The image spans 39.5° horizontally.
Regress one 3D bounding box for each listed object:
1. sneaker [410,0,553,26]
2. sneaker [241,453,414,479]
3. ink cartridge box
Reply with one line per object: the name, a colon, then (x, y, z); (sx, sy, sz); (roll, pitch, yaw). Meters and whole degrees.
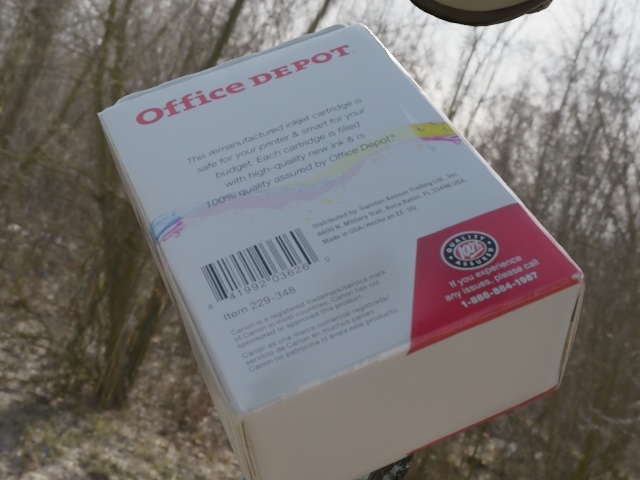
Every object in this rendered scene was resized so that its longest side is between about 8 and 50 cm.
sneaker: (0.090, -0.131, 0.402); (0.083, 0.222, 0.118); (31, -38, 10)
sneaker: (-0.033, 0.248, 0.814); (0.122, 0.110, 0.283); (22, 37, 31)
ink cartridge box: (0.000, 0.000, 0.630); (0.131, 0.226, 0.306); (82, -17, -45)
